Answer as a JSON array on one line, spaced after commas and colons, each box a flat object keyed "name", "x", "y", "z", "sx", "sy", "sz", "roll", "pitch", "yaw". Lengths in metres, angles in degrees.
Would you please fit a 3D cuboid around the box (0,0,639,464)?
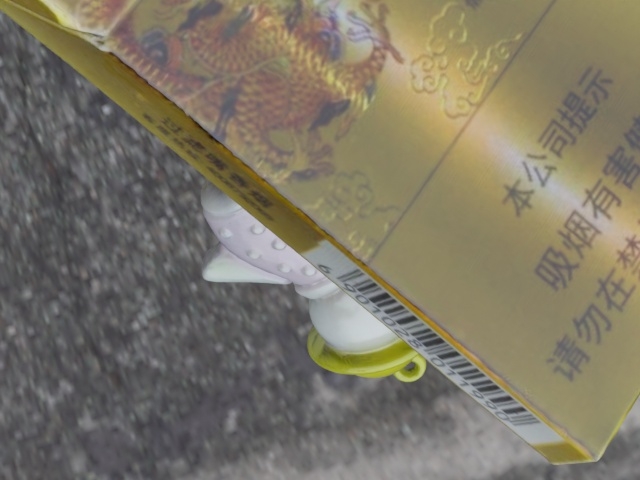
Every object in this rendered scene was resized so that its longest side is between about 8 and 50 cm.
[{"name": "box", "x": 0.011, "y": -0.040, "z": 0.350, "sx": 0.156, "sy": 0.022, "sz": 0.089, "roll": 41, "pitch": 69, "yaw": -10}]

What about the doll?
[{"name": "doll", "x": 0.000, "y": 0.000, "z": 1.038, "sx": 0.129, "sy": 0.081, "sz": 0.207, "roll": -29, "pitch": 116, "yaw": 13}]
